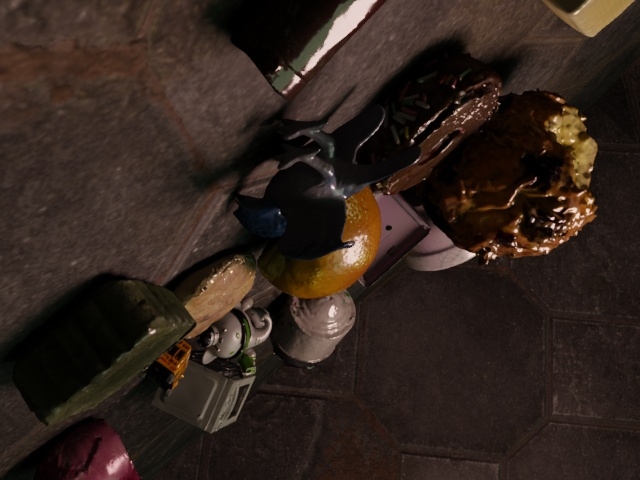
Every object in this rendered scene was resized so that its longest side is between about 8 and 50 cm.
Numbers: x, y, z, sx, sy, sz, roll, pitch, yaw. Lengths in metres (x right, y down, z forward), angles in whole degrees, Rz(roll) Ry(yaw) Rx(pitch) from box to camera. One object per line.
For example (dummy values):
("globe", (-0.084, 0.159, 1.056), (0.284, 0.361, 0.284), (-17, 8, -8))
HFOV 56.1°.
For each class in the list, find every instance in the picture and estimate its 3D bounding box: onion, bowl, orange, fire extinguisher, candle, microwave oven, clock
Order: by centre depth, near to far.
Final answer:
("fire extinguisher", (0.038, -0.232, 0.457), (0.267, 0.072, 0.089), (-43, 131, 14))
("orange", (0.005, 0.002, 0.951), (0.179, 0.158, 0.237), (-36, 167, -45))
("onion", (-0.451, 0.450, 1.146), (0.200, 0.201, 0.207), (-35, -172, -23))
("clock", (0.119, -0.013, 1.284), (0.193, 0.145, 0.073), (-43, 180, 12))
("microwave oven", (-0.245, 0.316, 1.293), (0.208, 0.162, 0.123), (58, 56, -78))
("bowl", (0.287, -0.074, 1.439), (0.286, 0.144, 0.287), (-28, -155, 14))
("candle", (-0.012, 0.188, 1.522), (0.187, 0.187, 0.330), (-32, 164, -34))

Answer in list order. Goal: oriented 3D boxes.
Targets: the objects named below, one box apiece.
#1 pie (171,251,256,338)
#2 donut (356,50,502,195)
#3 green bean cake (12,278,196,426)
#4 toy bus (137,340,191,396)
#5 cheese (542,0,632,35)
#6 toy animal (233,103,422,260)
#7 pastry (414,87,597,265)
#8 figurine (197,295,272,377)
("pie", (-0.175, 0.087, 0.964), (0.185, 0.052, 0.218), (-38, 166, -6))
("donut", (0.166, -0.180, 0.944), (0.269, 0.103, 0.270), (-36, 167, -10))
("green bean cake", (-0.264, 0.134, 0.757), (0.183, 0.094, 0.185), (-41, 168, 0))
("toy bus", (-0.276, 0.221, 1.076), (0.074, 0.069, 0.162), (-53, 177, -30))
("cheese", (0.411, -0.412, 0.819), (0.242, 0.124, 0.265), (-43, 169, 29))
("toy animal", (-0.002, -0.070, 0.725), (0.176, 0.255, 0.239), (69, 28, -53))
("pastry", (0.342, -0.128, 1.164), (0.337, 0.292, 0.405), (-16, -154, 33))
("figurine", (-0.166, 0.175, 1.168), (0.192, 0.126, 0.147), (-6, 109, -59))
